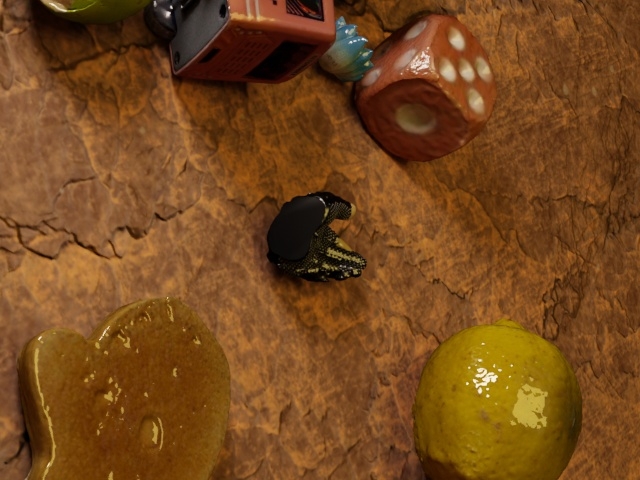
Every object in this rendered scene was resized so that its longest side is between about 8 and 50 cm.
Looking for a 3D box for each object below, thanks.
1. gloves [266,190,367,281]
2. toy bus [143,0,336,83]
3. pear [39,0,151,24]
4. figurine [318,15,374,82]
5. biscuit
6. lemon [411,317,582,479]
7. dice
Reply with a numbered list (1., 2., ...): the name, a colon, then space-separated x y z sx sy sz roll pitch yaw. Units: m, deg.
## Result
1. gloves: -0.003 0.002 1.608 0.180 0.106 0.129 43 43 -65
2. toy bus: -0.111 -0.445 1.545 0.233 0.203 0.427 4 72 -32
3. pear: -0.279 -0.374 1.403 0.187 0.187 0.220 55 27 -15
4. figurine: 0.041 -0.303 1.745 0.079 0.114 0.114 -35 101 -42
5. biscuit: -0.241 0.213 1.297 0.287 0.057 0.344 39 51 -29
6. lemon: 0.260 0.264 1.640 0.253 0.253 0.310 33 57 -33
7. dice: 0.172 -0.251 1.813 0.175 0.174 0.179 40 46 -26
